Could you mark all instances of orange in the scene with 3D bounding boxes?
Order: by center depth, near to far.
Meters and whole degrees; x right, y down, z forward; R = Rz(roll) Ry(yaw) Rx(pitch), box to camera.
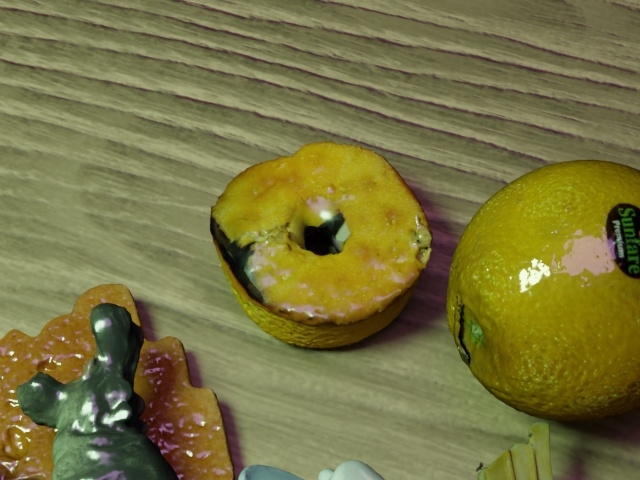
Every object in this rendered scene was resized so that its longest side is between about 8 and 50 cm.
[{"bbox_3d":[0.258,0.051,1.243,0.274,0.274,0.274,0,53,0],"label":"orange"}]

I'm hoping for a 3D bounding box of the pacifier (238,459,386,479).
[{"bbox_3d":[0.022,0.326,1.115,0.287,0.238,0.226,39,94,27],"label":"pacifier"}]

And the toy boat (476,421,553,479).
[{"bbox_3d":[0.214,0.315,1.155,0.115,0.089,0.310,4,51,-14],"label":"toy boat"}]

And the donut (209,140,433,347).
[{"bbox_3d":[0.002,0.002,1.373,0.253,0.118,0.254,0,56,0],"label":"donut"}]

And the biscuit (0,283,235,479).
[{"bbox_3d":[-0.217,0.190,1.277,0.306,0.043,0.284,28,58,17],"label":"biscuit"}]

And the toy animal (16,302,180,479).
[{"bbox_3d":[-0.195,0.232,1.158,0.168,0.106,0.343,-22,72,-10],"label":"toy animal"}]
